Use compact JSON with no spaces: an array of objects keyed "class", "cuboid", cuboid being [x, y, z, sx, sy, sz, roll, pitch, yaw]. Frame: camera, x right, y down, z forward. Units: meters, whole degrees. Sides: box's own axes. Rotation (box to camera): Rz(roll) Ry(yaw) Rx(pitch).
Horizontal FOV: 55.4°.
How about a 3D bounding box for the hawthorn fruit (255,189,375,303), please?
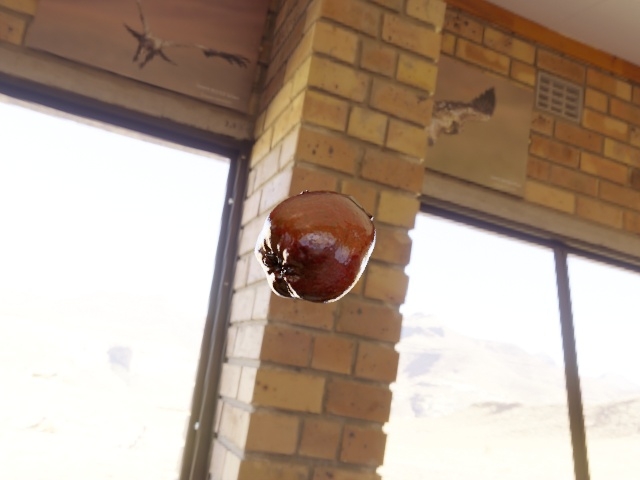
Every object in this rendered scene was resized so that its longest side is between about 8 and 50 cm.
[{"class":"hawthorn fruit","cuboid":[0.000,0.000,0.988,0.185,0.202,0.185,31,-39,29]}]
